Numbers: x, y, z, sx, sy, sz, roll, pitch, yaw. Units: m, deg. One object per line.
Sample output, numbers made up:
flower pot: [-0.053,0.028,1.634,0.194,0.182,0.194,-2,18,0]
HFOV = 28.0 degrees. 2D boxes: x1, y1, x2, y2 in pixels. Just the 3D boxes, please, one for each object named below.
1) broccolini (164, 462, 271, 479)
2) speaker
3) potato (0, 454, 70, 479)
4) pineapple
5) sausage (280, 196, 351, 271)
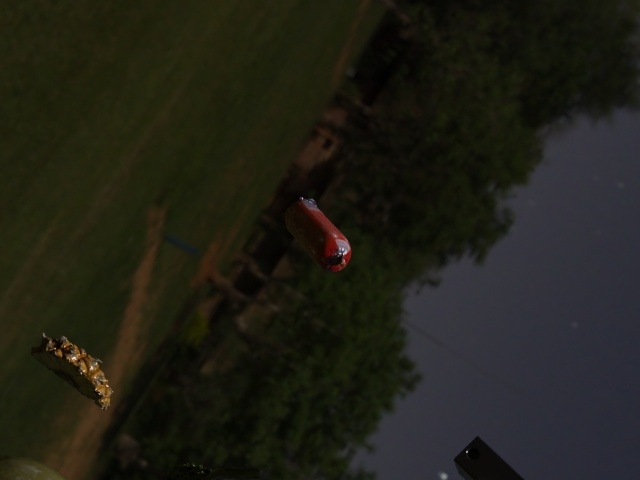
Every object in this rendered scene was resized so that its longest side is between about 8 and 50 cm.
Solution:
broccolini: [-0.142,0.325,1.776,0.239,0.054,0.051,-22,-117,52]
speaker: [0.248,0.322,1.484,0.044,0.218,0.082,-43,157,-8]
potato: [-0.320,0.333,1.513,0.112,0.269,0.255,-45,163,-31]
pineapple: [-0.208,0.108,1.095,0.019,0.083,0.045,-50,177,-35]
sausage: [0.000,0.000,1.352,0.145,0.048,0.050,-132,-130,-62]
